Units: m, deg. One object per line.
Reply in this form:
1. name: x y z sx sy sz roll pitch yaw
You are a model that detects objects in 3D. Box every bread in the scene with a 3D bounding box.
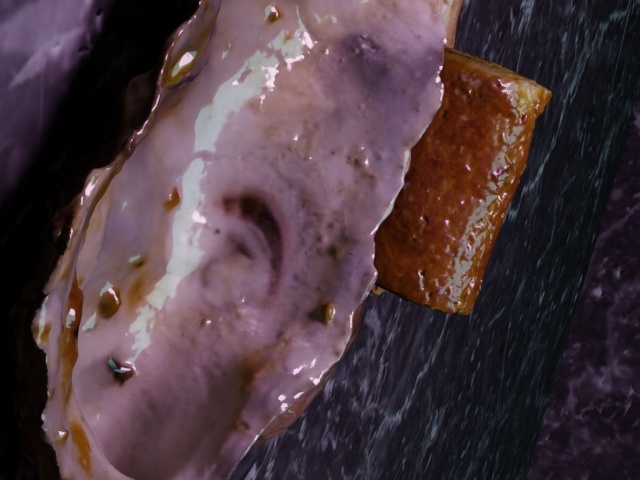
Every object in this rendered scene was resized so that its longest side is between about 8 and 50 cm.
1. bread: 0.077 -0.049 1.170 0.103 0.132 0.172 10 104 -50

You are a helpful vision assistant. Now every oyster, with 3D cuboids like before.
1. oyster: -0.079 0.008 0.827 0.204 0.111 0.396 33 81 -48

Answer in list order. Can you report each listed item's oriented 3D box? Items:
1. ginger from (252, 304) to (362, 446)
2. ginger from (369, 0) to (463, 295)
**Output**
1. ginger: 0.001 -0.002 1.088 0.122 0.084 0.290 175 -70 -83
2. ginger: 0.064 -0.096 1.262 0.118 0.065 0.299 -27 131 -60
